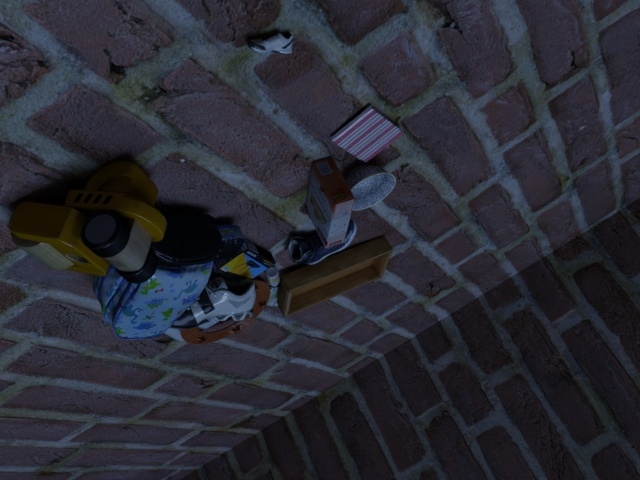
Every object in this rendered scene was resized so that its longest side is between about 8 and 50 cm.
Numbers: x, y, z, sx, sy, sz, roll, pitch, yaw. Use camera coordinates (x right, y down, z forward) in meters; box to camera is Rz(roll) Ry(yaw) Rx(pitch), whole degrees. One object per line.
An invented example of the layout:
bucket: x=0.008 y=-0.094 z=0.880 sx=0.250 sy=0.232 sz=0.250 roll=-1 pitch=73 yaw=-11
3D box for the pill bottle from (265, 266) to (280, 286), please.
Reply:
pill bottle: x=-0.159 y=0.123 z=2.419 sx=0.043 sy=0.043 sz=0.083 roll=-23 pitch=154 yaw=-10

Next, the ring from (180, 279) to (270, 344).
ring: x=-0.313 y=0.251 z=2.434 sx=0.337 sy=0.032 sz=0.336 roll=-27 pitch=151 yaw=-16

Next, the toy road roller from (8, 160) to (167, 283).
toy road roller: x=-0.512 y=-0.054 z=1.656 sx=0.330 sy=0.240 sz=0.202 roll=5 pitch=155 yaw=17

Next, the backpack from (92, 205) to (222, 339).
backpack: x=-0.453 y=0.099 z=1.914 sx=0.355 sy=0.273 sz=0.290 roll=-31 pitch=162 yaw=33

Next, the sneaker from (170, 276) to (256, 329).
sneaker: x=-0.350 y=0.174 z=2.197 sx=0.331 sy=0.122 sz=0.146 roll=-8 pitch=127 yaw=-33

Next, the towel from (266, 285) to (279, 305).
towel: x=-0.157 y=0.203 z=2.586 sx=0.113 sy=0.023 sz=0.152 roll=-42 pitch=150 yaw=28

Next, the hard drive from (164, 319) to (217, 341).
hard drive: x=-0.448 y=0.236 z=2.359 sx=0.203 sy=0.040 sz=0.307 roll=-29 pitch=153 yaw=4

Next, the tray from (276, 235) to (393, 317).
tray: x=0.048 y=0.127 z=2.567 sx=0.411 sy=0.076 sz=0.203 roll=-20 pitch=153 yaw=-20

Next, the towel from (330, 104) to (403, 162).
towel: x=0.128 y=-0.291 z=1.969 sx=0.144 sy=0.029 sz=0.197 roll=-37 pitch=150 yaw=19

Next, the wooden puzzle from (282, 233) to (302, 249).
wooden puzzle: x=-0.090 y=0.004 z=2.311 sx=0.083 sy=0.006 sz=0.049 roll=-43 pitch=150 yaw=27

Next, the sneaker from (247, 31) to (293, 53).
sneaker: x=-0.105 y=-0.419 z=1.515 sx=0.109 sy=0.040 sz=0.043 roll=-12 pitch=133 yaw=-36

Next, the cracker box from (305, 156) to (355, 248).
cracker box: x=0.023 y=-0.105 z=2.055 sx=0.067 sy=0.155 sz=0.232 roll=-19 pitch=152 yaw=-17

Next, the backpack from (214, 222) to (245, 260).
backpack: x=-0.276 y=-0.001 z=2.041 sx=0.105 sy=0.084 sz=0.114 roll=-4 pitch=151 yaw=-39

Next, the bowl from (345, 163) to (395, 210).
bowl: x=0.129 y=-0.171 z=2.119 sx=0.170 sy=0.080 sz=0.170 roll=-22 pitch=154 yaw=-12

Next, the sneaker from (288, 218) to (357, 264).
sneaker: x=0.000 y=0.002 z=2.290 sx=0.226 sy=0.086 sz=0.163 roll=-38 pitch=159 yaw=19

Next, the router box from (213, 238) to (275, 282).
router box: x=-0.238 y=0.067 z=2.243 sx=0.133 sy=0.046 sz=0.179 roll=-33 pitch=153 yaw=13
